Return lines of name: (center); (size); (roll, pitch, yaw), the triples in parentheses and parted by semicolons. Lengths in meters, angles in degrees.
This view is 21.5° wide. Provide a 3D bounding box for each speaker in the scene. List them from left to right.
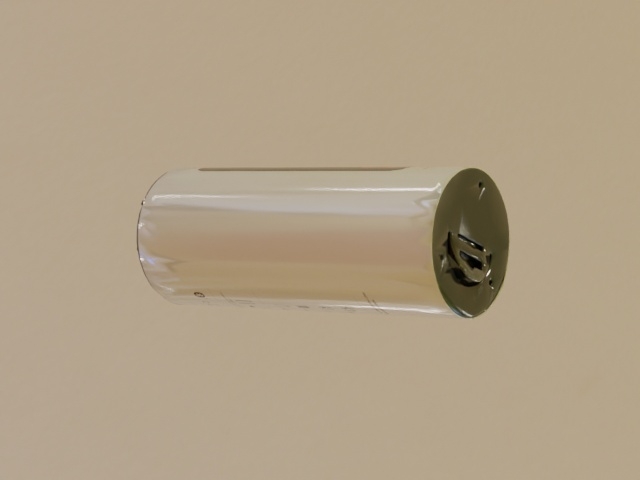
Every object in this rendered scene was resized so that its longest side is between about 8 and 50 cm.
speaker: (0.000, 0.000, 0.622); (0.136, 0.055, 0.055); (1, -63, 37)
